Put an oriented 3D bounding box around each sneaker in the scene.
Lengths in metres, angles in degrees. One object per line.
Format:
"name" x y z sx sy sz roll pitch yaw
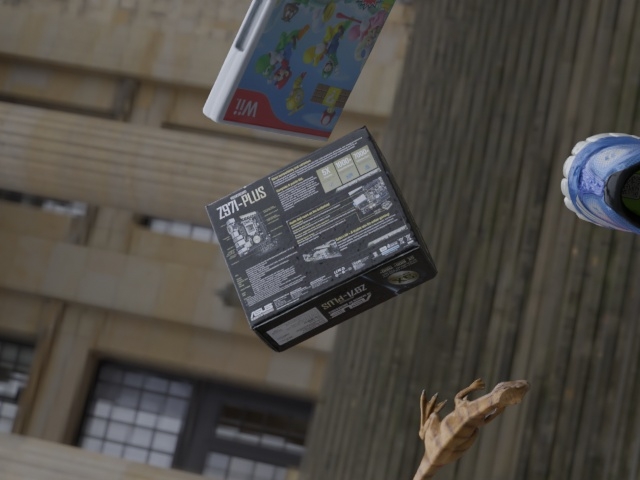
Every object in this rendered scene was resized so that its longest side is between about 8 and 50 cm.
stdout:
"sneaker" 0.422 -0.035 1.389 0.147 0.330 0.130 -115 29 -76

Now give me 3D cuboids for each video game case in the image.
"video game case" 0.005 -0.242 1.399 0.204 0.025 0.285 4 -63 -56

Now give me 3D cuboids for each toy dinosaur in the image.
"toy dinosaur" 0.113 0.191 1.263 0.211 0.064 0.112 -57 5 23

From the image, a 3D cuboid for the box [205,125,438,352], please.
"box" 0.000 0.000 1.312 0.147 0.180 0.077 66 -173 28
